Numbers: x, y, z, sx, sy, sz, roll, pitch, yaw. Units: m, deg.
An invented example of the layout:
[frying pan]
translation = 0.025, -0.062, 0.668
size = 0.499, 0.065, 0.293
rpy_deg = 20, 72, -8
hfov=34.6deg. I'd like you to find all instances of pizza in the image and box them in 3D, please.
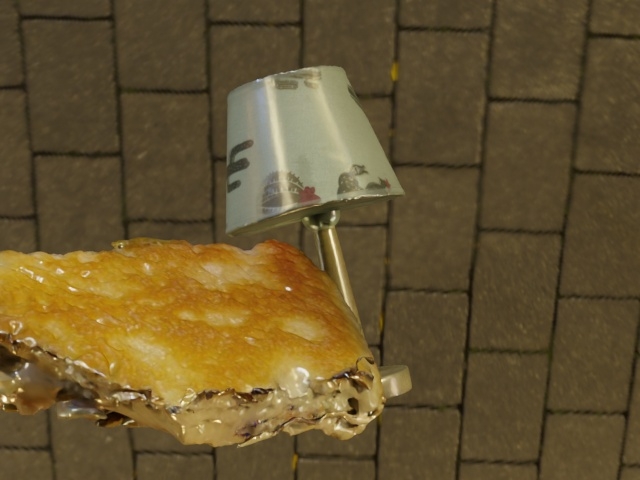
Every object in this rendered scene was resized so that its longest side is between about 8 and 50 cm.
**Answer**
[pizza]
translation = -0.074, 0.050, 0.452
size = 0.226, 0.147, 0.069
rpy_deg = -4, 122, -40

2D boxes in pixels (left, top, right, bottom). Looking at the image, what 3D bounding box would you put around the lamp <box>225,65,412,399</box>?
[lamp]
translation = 0.000, 0.000, 0.671
size = 0.121, 0.121, 0.215
rpy_deg = -11, 89, 6
